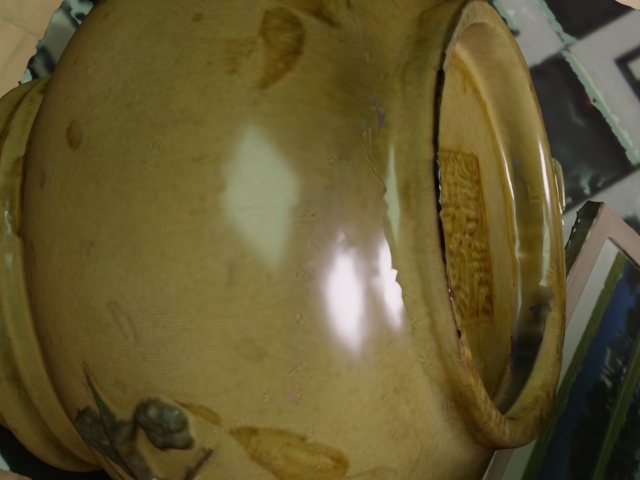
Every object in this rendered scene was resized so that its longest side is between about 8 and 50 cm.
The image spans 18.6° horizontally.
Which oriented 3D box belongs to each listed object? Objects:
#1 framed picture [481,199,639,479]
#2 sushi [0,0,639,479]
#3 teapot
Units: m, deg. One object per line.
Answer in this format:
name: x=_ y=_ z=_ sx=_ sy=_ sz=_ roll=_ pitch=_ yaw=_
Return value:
framed picture: x=0.087 y=0.078 z=0.609 sx=0.109 sy=0.011 sz=0.149 roll=38 pitch=68 yaw=-36
sushi: x=0.000 y=0.000 z=0.644 sx=0.220 sy=0.047 sz=0.231 roll=25 pitch=74 yaw=-4
teapot: x=-0.033 y=0.018 z=0.538 sx=0.182 sy=0.173 sz=0.269 roll=-6 pitch=90 yaw=20
